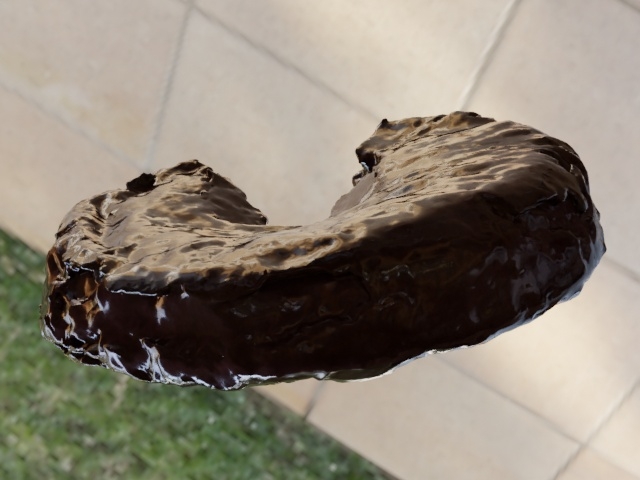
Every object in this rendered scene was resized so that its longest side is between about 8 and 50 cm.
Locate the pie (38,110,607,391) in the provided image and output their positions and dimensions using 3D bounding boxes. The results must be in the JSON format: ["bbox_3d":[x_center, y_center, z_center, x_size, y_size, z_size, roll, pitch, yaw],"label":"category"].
[{"bbox_3d":[0.000,0.000,0.592,0.204,0.218,0.054,-144,43,-68],"label":"pie"}]
